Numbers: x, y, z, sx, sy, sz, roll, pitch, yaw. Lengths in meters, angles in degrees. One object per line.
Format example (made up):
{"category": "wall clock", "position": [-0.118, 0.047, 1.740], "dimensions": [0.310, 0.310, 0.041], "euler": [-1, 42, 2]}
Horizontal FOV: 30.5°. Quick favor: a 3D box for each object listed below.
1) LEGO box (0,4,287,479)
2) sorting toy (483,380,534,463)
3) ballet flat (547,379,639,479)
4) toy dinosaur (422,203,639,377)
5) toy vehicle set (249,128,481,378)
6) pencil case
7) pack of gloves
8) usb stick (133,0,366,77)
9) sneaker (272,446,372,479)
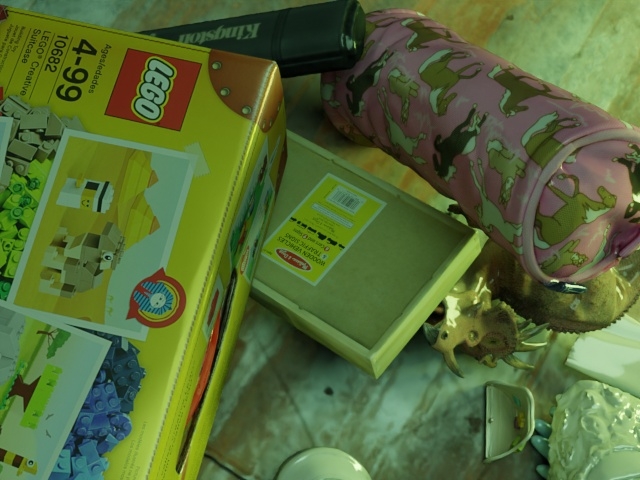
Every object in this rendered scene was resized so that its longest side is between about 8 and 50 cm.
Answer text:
{"category": "LEGO box", "position": [-0.270, 0.069, 1.000], "dimensions": [0.373, 0.193, 0.500], "euler": [12, 70, 6]}
{"category": "sorting toy", "position": [0.195, 0.179, 1.173], "dimensions": [0.045, 0.075, 0.083], "euler": [7, 72, -10]}
{"category": "ballet flat", "position": [0.304, 0.331, 1.106], "dimensions": [0.147, 0.147, 0.408], "euler": [0, 77, -13]}
{"category": "toy dinosaur", "position": [0.234, 0.049, 1.189], "dimensions": [0.296, 0.127, 0.200], "euler": [3, 73, -7]}
{"category": "toy vehicle set", "position": [0.000, 0.000, 1.140], "dimensions": [0.267, 0.035, 0.166], "euler": [31, 67, 29]}
{"category": "pencil case", "position": [0.146, -0.100, 1.098], "dimensions": [0.160, 0.167, 0.386], "euler": [-15, 33, -24]}
{"category": "pack of gloves", "position": [0.341, 0.204, 1.227], "dimensions": [0.232, 0.046, 0.195], "euler": [31, 78, 3]}
{"category": "usb stick", "position": [-0.086, -0.189, 1.163], "dimensions": [0.278, 0.045, 0.077], "euler": [-4, 63, 25]}
{"category": "sneaker", "position": [0.069, 0.344, 1.021], "dimensions": [0.137, 0.210, 0.365], "euler": [-18, 78, -18]}
